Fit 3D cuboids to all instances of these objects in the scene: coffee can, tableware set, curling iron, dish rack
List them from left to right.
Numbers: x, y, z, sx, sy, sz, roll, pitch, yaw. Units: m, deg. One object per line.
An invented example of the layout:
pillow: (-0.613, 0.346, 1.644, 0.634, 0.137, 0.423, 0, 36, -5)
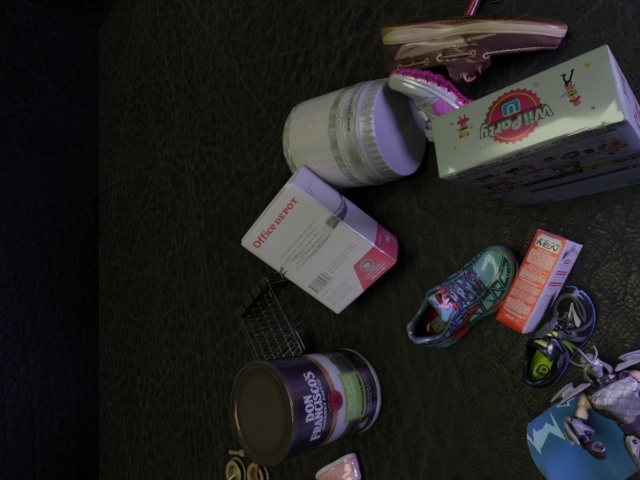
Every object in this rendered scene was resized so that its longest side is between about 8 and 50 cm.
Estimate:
tableware set: (-0.224, 0.691, 1.276, 0.194, 0.039, 0.128, -21, 71, 41)
dish rack: (-0.129, 0.246, 1.210, 0.208, 0.074, 0.271, -51, 56, 35)
coffee can: (-0.028, 0.353, 0.961, 0.202, 0.276, 0.201, -6, 81, 43)
curling iron: (0.305, -0.434, 0.900, 0.068, 0.035, 0.273, 46, 116, 36)

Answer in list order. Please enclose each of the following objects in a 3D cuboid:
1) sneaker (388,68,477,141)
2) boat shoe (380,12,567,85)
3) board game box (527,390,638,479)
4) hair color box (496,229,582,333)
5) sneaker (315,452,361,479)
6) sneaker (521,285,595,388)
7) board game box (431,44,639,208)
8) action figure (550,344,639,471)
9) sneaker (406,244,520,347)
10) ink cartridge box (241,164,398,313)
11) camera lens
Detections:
sneaker: (0.234, -0.240, 0.838, 0.252, 0.103, 0.111, 31, 124, 0)
boat shoe: (0.285, -0.371, 0.852, 0.342, 0.123, 0.123, 9, 124, 24)
board game box: (0.421, 0.319, 0.693, 0.169, 0.033, 0.133, -43, 67, 10)
hair color box: (0.371, 0.070, 0.736, 0.053, 0.093, 0.167, 32, 107, 41)
sneaker: (0.043, 0.562, 1.023, 0.134, 0.051, 0.070, -43, 52, 27)
sneaker: (0.390, 0.166, 0.716, 0.067, 0.078, 0.188, 31, 106, 42)
board game box: (0.343, -0.135, 0.641, 0.224, 0.304, 0.097, -15, 75, 42)
action figure: (0.464, 0.278, 0.612, 0.185, 0.099, 0.284, -39, 64, 22)
sneaker: (0.263, 0.116, 0.813, 0.104, 0.125, 0.261, 51, 119, 34)
ink cartridge box: (0.000, 0.000, 0.973, 0.207, 0.283, 0.117, -46, 12, 31)
camera lens: (0.068, -0.228, 0.977, 0.274, 0.220, 0.219, 0, 85, 44)
